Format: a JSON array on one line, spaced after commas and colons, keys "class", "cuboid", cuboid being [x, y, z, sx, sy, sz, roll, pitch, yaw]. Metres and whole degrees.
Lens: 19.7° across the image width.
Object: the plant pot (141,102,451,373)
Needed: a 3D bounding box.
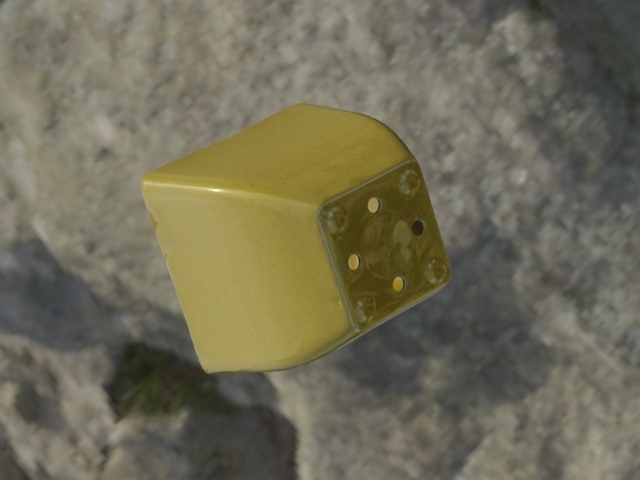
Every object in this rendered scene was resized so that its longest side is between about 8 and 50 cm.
[{"class": "plant pot", "cuboid": [0.000, 0.000, 0.666, 0.083, 0.081, 0.081, 4, 116, 53]}]
